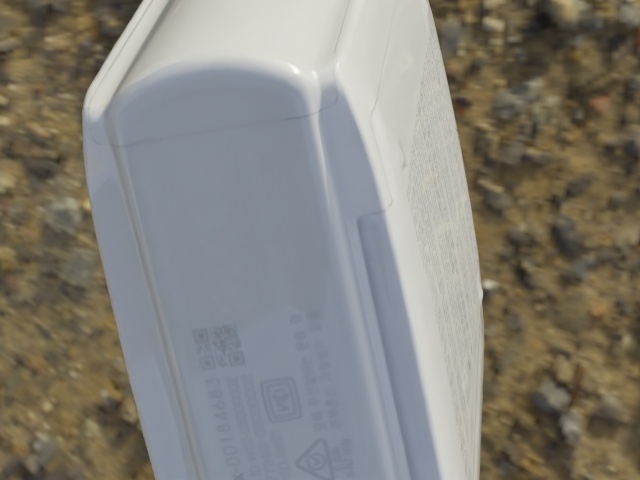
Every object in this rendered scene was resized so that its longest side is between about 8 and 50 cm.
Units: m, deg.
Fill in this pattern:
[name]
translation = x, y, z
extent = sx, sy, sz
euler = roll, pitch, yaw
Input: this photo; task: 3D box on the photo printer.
[photo printer]
translation = 0.000, 0.000, 0.796
extent = 0.107, 0.307, 0.256
euler = -9, 112, 9
